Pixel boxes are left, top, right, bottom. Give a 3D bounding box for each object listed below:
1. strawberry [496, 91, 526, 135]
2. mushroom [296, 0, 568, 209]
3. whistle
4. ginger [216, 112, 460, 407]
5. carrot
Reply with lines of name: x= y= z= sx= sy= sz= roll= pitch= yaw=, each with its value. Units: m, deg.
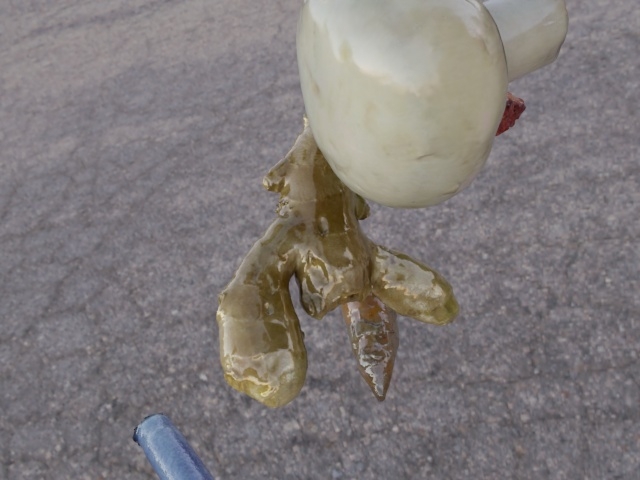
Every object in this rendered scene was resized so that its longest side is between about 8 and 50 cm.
strawberry: x=0.234 y=-0.199 z=1.218 sx=0.190 sy=0.111 sz=0.236 roll=15 pitch=17 yaw=1
mushroom: x=0.143 y=-0.209 z=0.876 sx=0.336 sy=0.314 sz=0.314 roll=-23 pitch=31 yaw=-13
whistle: x=-0.163 y=0.322 z=0.962 sx=0.062 sy=0.062 sz=0.304 roll=-30 pitch=33 yaw=-20
ginger: x=-0.017 y=0.010 z=0.999 sx=0.363 sy=0.348 sz=0.122 roll=-22 pitch=-11 yaw=-25
carrot: x=0.073 y=0.126 z=1.165 sx=0.102 sy=0.102 sz=0.263 roll=-13 pitch=55 yaw=8
